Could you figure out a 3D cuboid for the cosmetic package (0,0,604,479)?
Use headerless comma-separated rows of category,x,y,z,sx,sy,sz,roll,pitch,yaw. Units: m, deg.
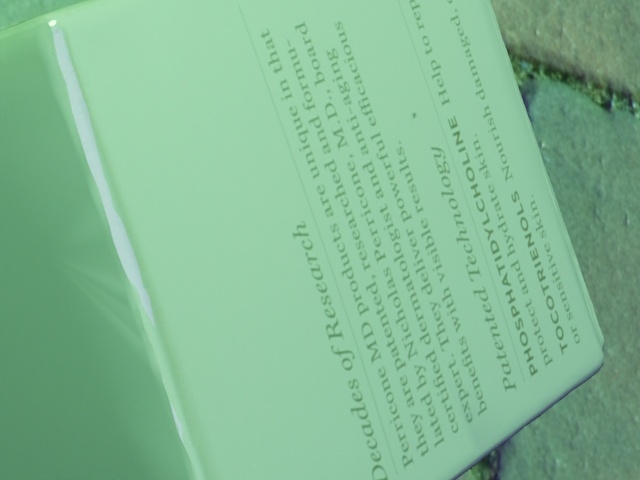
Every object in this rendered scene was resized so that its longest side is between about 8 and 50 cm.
cosmetic package,-0.093,0.014,1.142,0.393,0.329,0.327,-28,102,-50
